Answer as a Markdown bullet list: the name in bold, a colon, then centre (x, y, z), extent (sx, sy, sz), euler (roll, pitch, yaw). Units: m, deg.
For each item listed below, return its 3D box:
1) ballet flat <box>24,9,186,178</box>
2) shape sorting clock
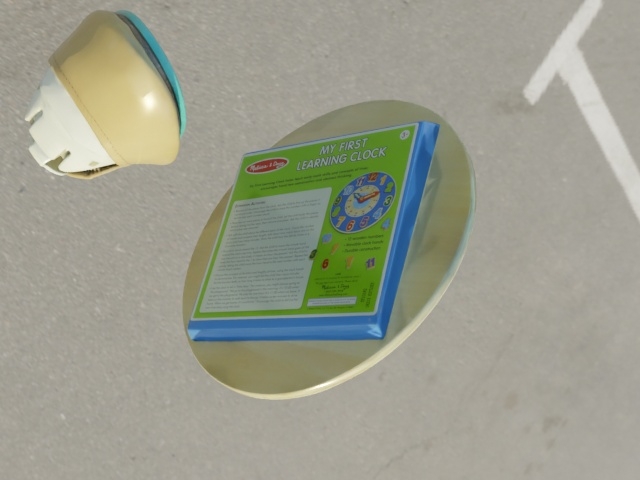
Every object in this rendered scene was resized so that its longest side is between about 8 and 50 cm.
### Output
- **ballet flat**: centre (-0.122, -0.062, 0.475), extent (0.073, 0.232, 0.080), euler (-34, 97, -12)
- **shape sorting clock**: centre (0.000, 0.000, 0.525), extent (0.040, 0.206, 0.206), euler (39, 84, -42)
